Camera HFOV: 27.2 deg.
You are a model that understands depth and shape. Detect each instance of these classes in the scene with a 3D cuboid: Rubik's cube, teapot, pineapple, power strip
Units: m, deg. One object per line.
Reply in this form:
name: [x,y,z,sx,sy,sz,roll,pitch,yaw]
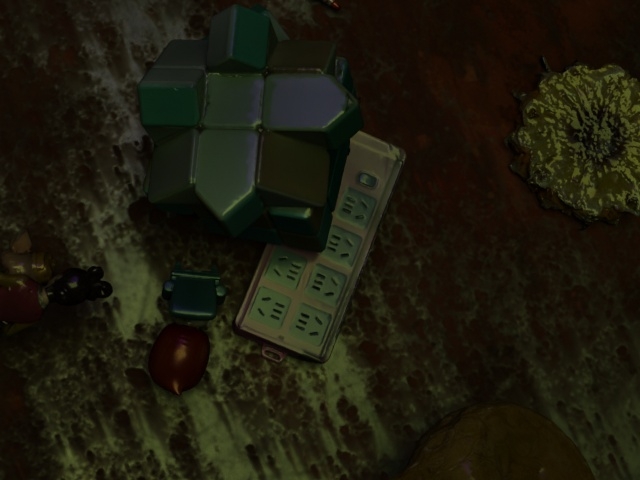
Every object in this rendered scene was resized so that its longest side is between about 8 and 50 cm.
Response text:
Rubik's cube: [-0.063,-0.123,1.336,0.224,0.213,0.265,9,73,12]
teapot: [0.178,0.281,1.351,0.311,0.167,0.203,20,46,-26]
pineapple: [0.309,-0.119,1.509,0.221,0.047,0.221,2,77,-8]
power strip: [0.000,0.000,1.433,0.109,0.037,0.279,23,75,-4]

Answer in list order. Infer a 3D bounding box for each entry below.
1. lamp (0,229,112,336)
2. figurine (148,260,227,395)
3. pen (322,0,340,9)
lamp: [-0.343,0.053,1.326,0.253,0.118,0.118,-19,82,-12]
figurine: [-0.138,0.093,1.370,0.068,0.075,0.140,10,74,-8]
pen: [-0.061,-0.333,1.501,0.218,0.026,0.026,40,75,0]
